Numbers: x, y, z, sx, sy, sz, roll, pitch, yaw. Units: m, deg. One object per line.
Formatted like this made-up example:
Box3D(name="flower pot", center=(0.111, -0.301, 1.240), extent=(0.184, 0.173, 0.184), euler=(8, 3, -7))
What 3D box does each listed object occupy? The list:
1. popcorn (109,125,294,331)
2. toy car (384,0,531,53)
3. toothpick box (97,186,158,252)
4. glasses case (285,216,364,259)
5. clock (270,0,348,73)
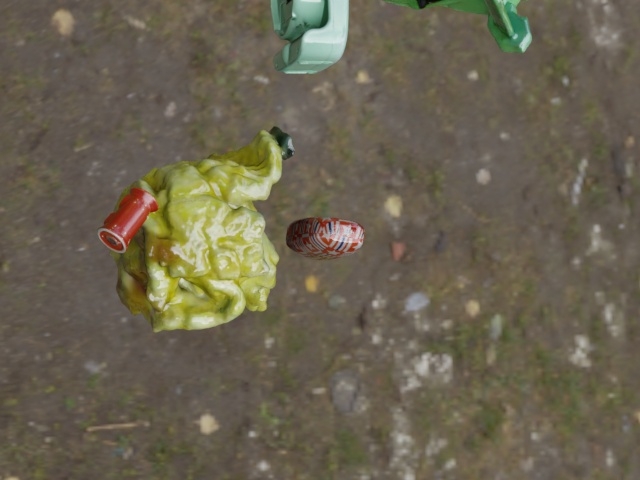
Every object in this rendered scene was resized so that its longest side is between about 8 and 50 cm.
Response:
Box3D(name="popcorn", center=(-0.175, 0.001, 1.884), extent=(0.237, 0.293, 0.293), euler=(-8, 88, -43))
Box3D(name="toy car", center=(0.117, -0.366, 1.555), extent=(0.176, 0.358, 0.213), euler=(-58, 143, -14))
Box3D(name="toothpick box", center=(-0.252, -0.028, 1.693), extent=(0.047, 0.047, 0.083), euler=(48, 57, -23))
Box3D(name="glasses case", center=(0.000, 0.000, 1.667), extent=(0.073, 0.194, 0.049), euler=(9, 86, -13))
Box3D(name="clock", center=(-0.016, -0.284, 1.439), extent=(0.060, 0.148, 0.189), euler=(-1, 87, -14))
